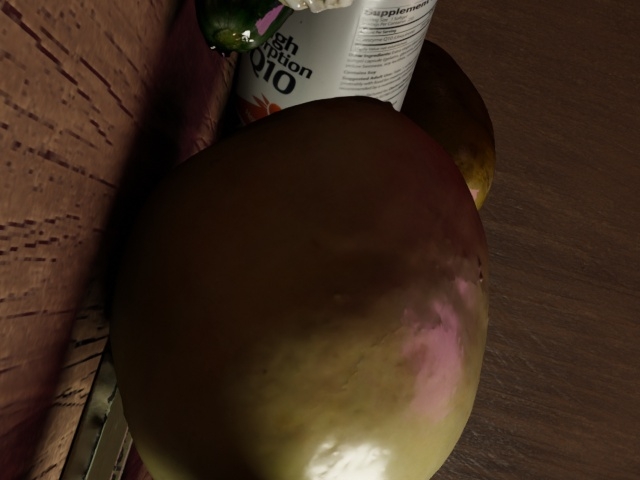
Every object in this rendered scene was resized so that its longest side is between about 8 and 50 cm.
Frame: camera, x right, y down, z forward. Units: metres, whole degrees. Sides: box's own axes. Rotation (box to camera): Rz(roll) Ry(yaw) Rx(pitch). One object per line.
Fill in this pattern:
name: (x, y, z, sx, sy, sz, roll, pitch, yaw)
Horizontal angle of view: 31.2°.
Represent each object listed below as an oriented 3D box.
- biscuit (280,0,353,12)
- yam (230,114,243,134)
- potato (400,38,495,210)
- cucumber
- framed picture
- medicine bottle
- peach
biscuit: (0.003, -0.236, 0.635, 0.108, 0.061, 0.239, 51, 42, -37)
yam: (-0.057, -0.160, 1.256, 0.045, 0.045, 0.327, -38, -165, 18)
potato: (0.077, -0.108, 1.208, 0.369, 0.195, 0.177, -104, -143, -60)
cucumber: (-0.029, -0.202, 0.692, 0.069, 0.069, 0.227, 107, -2, -59)
framed picture: (-0.184, 0.236, 0.823, 0.211, 0.020, 0.290, 109, -2, -74)
medicine bottle: (0.020, -0.209, 0.990, 0.289, 0.157, 0.157, 106, 0, -48)
peach: (-0.006, 0.046, 0.756, 0.292, 0.247, 0.292, -56, 180, 1)
